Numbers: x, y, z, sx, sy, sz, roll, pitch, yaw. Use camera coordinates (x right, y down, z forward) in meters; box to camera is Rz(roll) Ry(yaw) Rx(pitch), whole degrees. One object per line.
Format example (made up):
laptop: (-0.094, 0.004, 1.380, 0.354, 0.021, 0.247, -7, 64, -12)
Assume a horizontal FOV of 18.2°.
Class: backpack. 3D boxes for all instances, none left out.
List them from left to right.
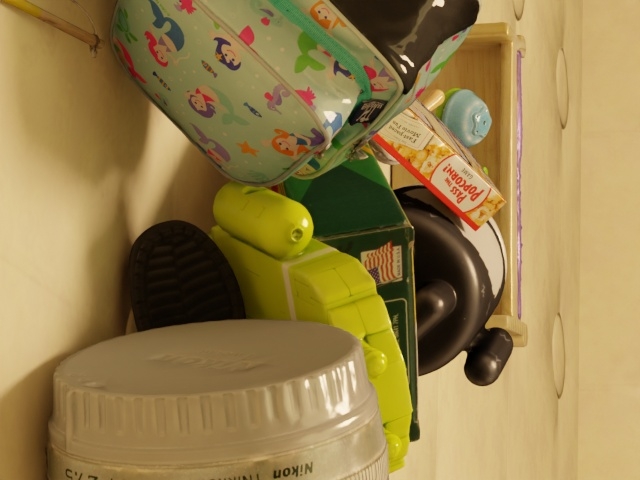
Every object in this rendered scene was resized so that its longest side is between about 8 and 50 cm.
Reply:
backpack: (-0.031, -0.154, 1.403, 0.191, 0.225, 0.253, -46, -178, -18)

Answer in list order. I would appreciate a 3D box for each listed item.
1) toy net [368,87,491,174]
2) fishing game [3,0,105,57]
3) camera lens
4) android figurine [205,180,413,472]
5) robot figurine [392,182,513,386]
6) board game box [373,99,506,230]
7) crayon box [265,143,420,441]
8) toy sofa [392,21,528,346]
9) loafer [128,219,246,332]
toy net: (0.103, -0.103, 2.098, 0.232, 0.045, 0.122, 1, 99, -50)
fishing game: (-0.154, -0.266, 1.298, 0.189, 0.041, 0.264, 33, 63, -67)
camera lens: (-0.060, 0.206, 1.291, 0.219, 0.219, 0.274, -38, 125, -71)
android figurine: (-0.015, 0.081, 1.445, 0.273, 0.056, 0.248, 30, -47, 58)
robot figurine: (0.091, 0.035, 1.963, 0.278, 0.173, 0.209, -34, 121, -72)
board game box: (0.081, -0.109, 1.906, 0.193, 0.045, 0.147, 41, 10, -27)
crayon box: (0.000, 0.000, 1.621, 0.318, 0.081, 0.202, -114, -163, -58)
toy sofa: (0.160, -0.059, 2.280, 0.177, 0.150, 0.362, 29, 61, -71)
loafer: (-0.089, 0.095, 1.447, 0.078, 0.080, 0.220, 144, -70, -72)
